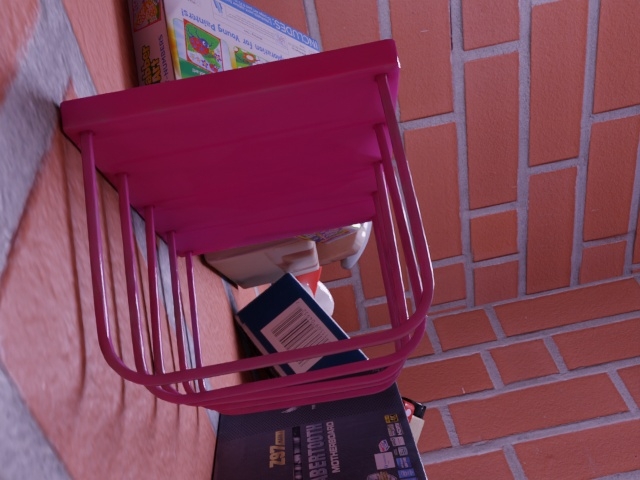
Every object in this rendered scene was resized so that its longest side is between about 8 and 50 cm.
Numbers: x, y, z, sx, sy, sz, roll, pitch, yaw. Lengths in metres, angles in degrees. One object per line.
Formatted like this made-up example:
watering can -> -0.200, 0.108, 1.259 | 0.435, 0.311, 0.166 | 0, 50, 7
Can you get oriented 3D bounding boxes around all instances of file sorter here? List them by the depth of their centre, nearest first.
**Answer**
file sorter -> -0.032, 0.024, 0.541 | 0.291, 0.202, 0.182 | 79, 1, -73

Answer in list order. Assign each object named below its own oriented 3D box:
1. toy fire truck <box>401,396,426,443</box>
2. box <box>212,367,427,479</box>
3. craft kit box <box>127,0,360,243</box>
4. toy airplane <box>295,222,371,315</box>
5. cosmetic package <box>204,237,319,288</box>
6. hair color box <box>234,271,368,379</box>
toy fire truck -> 0.070, 0.322, 1.499 | 0.217, 0.246, 0.159 | 5, -111, 53
box -> -0.003, 0.203, 0.680 | 0.233, 0.183, 0.059 | -99, 177, -72
craft kit box -> -0.073, -0.131, 0.754 | 0.249, 0.061, 0.247 | 12, 58, -50
toy airplane -> 0.000, 0.000, 1.797 | 0.386, 0.272, 0.385 | -120, -148, -42
cosmetic package -> -0.080, -0.033, 0.979 | 0.296, 0.129, 0.153 | 82, -6, -82
hair color box -> -0.013, 0.201, 1.119 | 0.174, 0.105, 0.347 | 47, -13, 23
